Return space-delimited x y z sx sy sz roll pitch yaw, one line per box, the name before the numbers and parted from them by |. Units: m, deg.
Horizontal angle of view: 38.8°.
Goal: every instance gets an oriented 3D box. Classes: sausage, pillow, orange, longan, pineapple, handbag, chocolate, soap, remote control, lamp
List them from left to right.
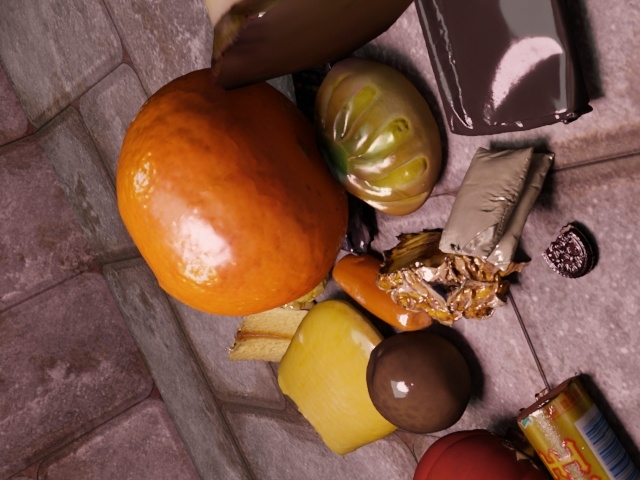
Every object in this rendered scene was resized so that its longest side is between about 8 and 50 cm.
orange | -0.151 -0.075 1.498 0.326 0.424 0.424 -34 84 21
chocolate | -0.041 -0.423 1.293 0.297 0.314 0.326 66 155 11
remote control | 0.028 -0.164 1.629 0.144 0.062 0.399 24 132 47
soap | 0.051 0.286 1.924 0.306 0.115 0.427 59 150 13
sausage | 0.116 0.093 1.673 0.238 0.098 0.098 35 142 43
longan | 0.177 0.252 1.628 0.198 0.198 0.212 55 162 12
pineapple | 0.197 0.080 1.473 0.334 0.158 0.161 -1 114 57
pillow | 0.244 -0.056 1.293 0.077 0.181 0.134 27 175 -29
lamp | 0.296 0.447 1.515 0.303 0.257 0.303 35 177 2
handbag | 0.242 -0.266 1.200 0.223 0.080 0.247 -2 111 50
sausage | 0.426 0.370 1.401 0.317 0.117 0.125 59 160 6

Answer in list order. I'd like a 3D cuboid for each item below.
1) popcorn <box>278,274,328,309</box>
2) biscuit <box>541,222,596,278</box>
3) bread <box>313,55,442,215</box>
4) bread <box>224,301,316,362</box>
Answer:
popcorn | -0.066 0.039 1.863 0.174 0.168 0.195 94 176 -59
biscuit | 0.356 0.016 1.303 0.089 0.027 0.087 12 125 54
bread | 0.091 -0.177 1.430 0.261 0.158 0.156 51 146 14
bread | -0.102 0.186 2.083 0.178 0.142 0.266 19 146 -7
